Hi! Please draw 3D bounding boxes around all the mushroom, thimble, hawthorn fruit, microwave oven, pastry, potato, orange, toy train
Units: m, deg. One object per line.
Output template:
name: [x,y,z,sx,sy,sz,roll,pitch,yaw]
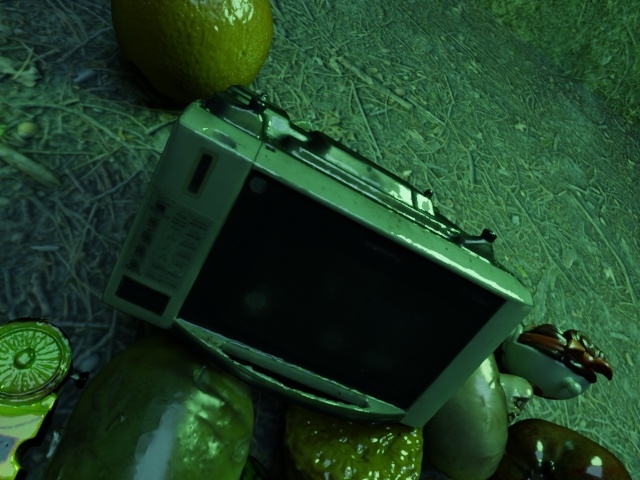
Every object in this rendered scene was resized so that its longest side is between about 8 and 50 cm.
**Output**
mushroom: [0.211,0.224,0.620,0.177,0.227,0.227,-4,50,17]
thimble: [-0.042,-0.191,0.849,0.084,0.062,0.110,47,48,0]
hawthorn fruit: [0.354,0.391,0.627,0.248,0.207,0.208,50,40,-33]
microwave oven: [0.000,0.000,0.545,0.394,0.247,0.333,26,17,-14]
pastry: [0.037,0.261,0.533,0.188,0.103,0.189,10,28,-5]
potato: [-0.172,0.208,0.447,0.197,0.149,0.228,28,49,23]
orange: [-0.216,-0.373,0.732,0.274,0.274,0.275,16,53,-22]
toy train: [-0.390,0.127,0.399,0.296,0.100,0.161,24,52,-16]

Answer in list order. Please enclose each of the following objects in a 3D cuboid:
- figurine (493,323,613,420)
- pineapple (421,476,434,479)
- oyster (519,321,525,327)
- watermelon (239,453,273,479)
figurine: [0.355,0.191,0.700,0.160,0.226,0.183,-40,85,-20]
pineapple: [0.160,0.409,0.545,0.140,0.249,0.164,-27,109,-72]
oyster: [0.356,0.180,0.852,0.165,0.053,0.108,40,54,-3]
watermelon: [-0.086,0.324,0.482,0.094,0.125,0.136,-23,95,-10]
